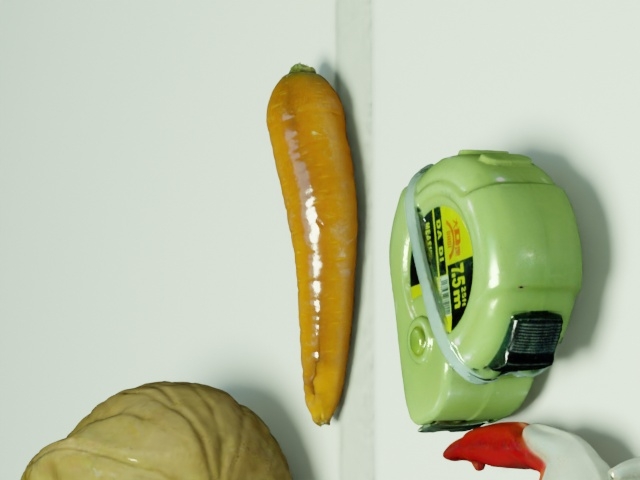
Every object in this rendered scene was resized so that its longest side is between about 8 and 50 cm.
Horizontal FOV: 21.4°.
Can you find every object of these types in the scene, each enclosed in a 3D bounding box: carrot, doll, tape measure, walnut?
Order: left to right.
[{"bbox_3d":[-0.123,0.218,1.290,0.228,0.228,0.228,-3,87,53],"label":"walnut"},{"bbox_3d":[0.000,0.000,1.252,0.066,0.062,0.271,-10,84,19],"label":"carrot"},{"bbox_3d":[0.104,0.020,1.083,0.154,0.088,0.177,142,122,-60],"label":"tape measure"},{"bbox_3d":[0.131,0.200,1.047,0.384,0.099,0.188,-34,63,54],"label":"doll"}]
